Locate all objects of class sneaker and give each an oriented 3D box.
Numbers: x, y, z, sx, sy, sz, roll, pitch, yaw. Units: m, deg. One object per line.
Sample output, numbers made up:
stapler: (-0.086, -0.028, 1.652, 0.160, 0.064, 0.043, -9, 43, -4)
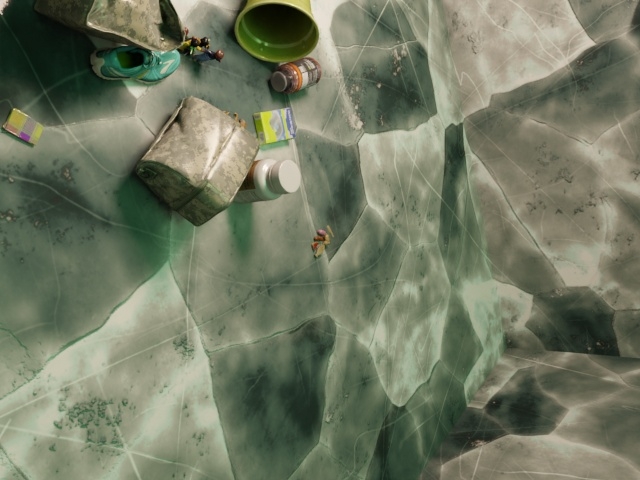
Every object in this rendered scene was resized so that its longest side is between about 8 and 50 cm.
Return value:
sneaker: (-0.482, -0.483, 1.656, 0.275, 0.109, 0.107, -27, 109, -50)

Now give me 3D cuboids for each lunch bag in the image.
lunch bag: (-0.504, -0.575, 1.513, 0.287, 0.235, 0.169, 6, 105, -56)
lunch bag: (-0.351, -0.235, 1.732, 0.256, 0.212, 0.305, 40, 54, -23)

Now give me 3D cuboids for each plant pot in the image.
plant pot: (-0.138, -0.780, 2.015, 0.276, 0.276, 0.254, 29, 54, -47)

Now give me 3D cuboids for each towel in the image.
towel: (-0.704, -0.269, 1.445, 0.083, 0.009, 0.060, 35, 61, -46)

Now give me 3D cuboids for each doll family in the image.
doll family: (-0.370, -0.573, 1.800, 0.193, 0.111, 0.076, -3, 91, -52)

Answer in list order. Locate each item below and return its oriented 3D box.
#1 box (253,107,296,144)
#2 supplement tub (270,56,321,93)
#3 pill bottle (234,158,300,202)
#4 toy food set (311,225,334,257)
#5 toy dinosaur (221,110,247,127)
box: (-0.152, -0.400, 2.125, 0.178, 0.042, 0.109, -25, 108, -49)
supplement tub: (-0.090, -0.583, 2.162, 0.198, 0.106, 0.106, -34, 114, -47)
pill bottle: (-0.181, -0.190, 1.925, 0.131, 0.229, 0.131, 5, 84, -51)
toy food set: (0.000, 0.000, 2.318, 0.122, 0.019, 0.078, -46, 123, -33)
toy dinosaur: (-0.293, -0.347, 1.926, 0.211, 0.064, 0.112, -51, 127, -40)
